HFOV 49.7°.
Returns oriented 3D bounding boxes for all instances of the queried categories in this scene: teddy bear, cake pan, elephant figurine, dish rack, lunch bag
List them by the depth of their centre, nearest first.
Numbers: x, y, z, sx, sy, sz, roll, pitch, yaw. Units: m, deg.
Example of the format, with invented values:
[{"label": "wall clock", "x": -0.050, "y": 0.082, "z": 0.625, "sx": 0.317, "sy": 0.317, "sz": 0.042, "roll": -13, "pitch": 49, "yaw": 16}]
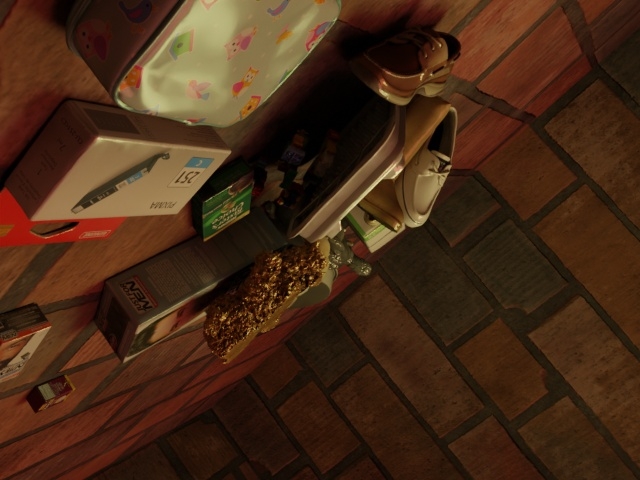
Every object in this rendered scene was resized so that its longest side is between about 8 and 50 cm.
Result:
[{"label": "lunch bag", "x": -0.103, "y": -0.232, "z": 0.708, "sx": 0.224, "sy": 0.108, "sz": 0.279, "roll": -48, "pitch": 168, "yaw": 18}, {"label": "dish rack", "x": 0.065, "y": -0.143, "z": 1.286, "sx": 0.285, "sy": 0.072, "sz": 0.333, "roll": -46, "pitch": -163, "yaw": 27}, {"label": "teddy bear", "x": -0.108, "y": 0.099, "z": 1.420, "sx": 0.338, "sy": 0.113, "sz": 0.245, "roll": -44, "pitch": 166, "yaw": -1}, {"label": "elephant figurine", "x": 0.000, "y": 0.000, "z": 1.580, "sx": 0.186, "sy": 0.239, "sz": 0.169, "roll": -33, "pitch": 168, "yaw": -24}, {"label": "cake pan", "x": -0.102, "y": 0.109, "z": 1.747, "sx": 0.293, "sy": 0.054, "sz": 0.293, "roll": -1, "pitch": 155, "yaw": -1}]

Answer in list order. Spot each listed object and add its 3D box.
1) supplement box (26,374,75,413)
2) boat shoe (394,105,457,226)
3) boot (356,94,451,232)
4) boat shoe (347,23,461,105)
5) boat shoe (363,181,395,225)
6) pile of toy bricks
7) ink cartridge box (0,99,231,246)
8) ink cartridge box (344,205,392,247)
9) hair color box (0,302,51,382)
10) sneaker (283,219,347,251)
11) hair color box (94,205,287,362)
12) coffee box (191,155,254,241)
[{"label": "supplement box", "x": -0.600, "y": 0.341, "z": 1.539, "sx": 0.055, "sy": 0.043, "sz": 0.083, "roll": -43, "pitch": 167, "yaw": 29}, {"label": "boat shoe", "x": 0.229, "y": -0.157, "z": 1.427, "sx": 0.088, "sy": 0.096, "sz": 0.267, "roll": -10, "pitch": -123, "yaw": 54}, {"label": "boot", "x": 0.163, "y": -0.169, "z": 1.358, "sx": 0.089, "sy": 0.236, "sz": 0.269, "roll": 34, "pitch": 97, "yaw": -33}, {"label": "boat shoe", "x": 0.153, "y": -0.316, "z": 1.184, "sx": 0.116, "sy": 0.123, "sz": 0.324, "roll": -54, "pitch": 169, "yaw": 30}, {"label": "boat shoe", "x": 0.142, "y": -0.099, "z": 1.450, "sx": 0.153, "sy": 0.056, "sz": 0.048, "roll": -54, "pitch": 177, "yaw": -2}, {"label": "pile of toy bricks", "x": -0.047, "y": -0.149, "z": 1.245, "sx": 0.212, "sy": 0.118, "sz": 0.105, "roll": 134, "pitch": -26, "yaw": -58}, {"label": "ink cartridge box", "x": -0.288, "y": -0.058, "z": 0.916, "sx": 0.261, "sy": 0.066, "sz": 0.296, "roll": -44, "pitch": 167, "yaw": 19}, {"label": "ink cartridge box", "x": 0.096, "y": -0.093, "z": 1.623, "sx": 0.115, "sy": 0.198, "sz": 0.273, "roll": -38, "pitch": 168, "yaw": 1}, {"label": "hair color box", "x": -0.523, "y": 0.180, "z": 1.137, "sx": 0.167, "sy": 0.053, "sz": 0.093, "roll": -48, "pitch": 165, "yaw": 33}, {"label": "sneaker", "x": 0.007, "y": 0.023, "z": 1.942, "sx": 0.331, "sy": 0.146, "sz": 0.122, "roll": -35, "pitch": 166, "yaw": -26}, {"label": "hair color box", "x": -0.262, "y": 0.085, "z": 1.421, "sx": 0.374, "sy": 0.113, "sz": 0.185, "roll": -29, "pitch": 165, "yaw": -36}, {"label": "coffee box", "x": -0.178, "y": -0.072, "z": 1.256, "sx": 0.113, "sy": 0.040, "sz": 0.184, "roll": -34, "pitch": 168, "yaw": -21}]
